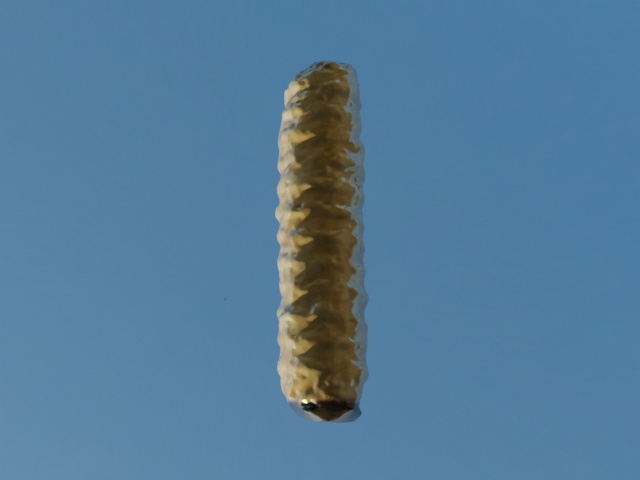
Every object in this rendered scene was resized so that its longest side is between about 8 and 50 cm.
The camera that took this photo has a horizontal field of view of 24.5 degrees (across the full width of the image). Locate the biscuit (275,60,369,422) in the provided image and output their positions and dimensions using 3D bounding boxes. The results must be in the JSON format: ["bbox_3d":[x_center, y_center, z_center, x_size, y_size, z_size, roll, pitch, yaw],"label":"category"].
[{"bbox_3d":[0.000,0.000,0.881,0.055,0.061,0.219,5,-102,-19],"label":"biscuit"}]
